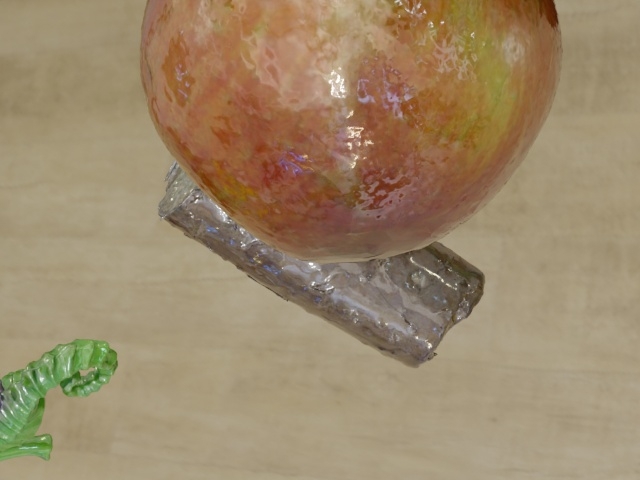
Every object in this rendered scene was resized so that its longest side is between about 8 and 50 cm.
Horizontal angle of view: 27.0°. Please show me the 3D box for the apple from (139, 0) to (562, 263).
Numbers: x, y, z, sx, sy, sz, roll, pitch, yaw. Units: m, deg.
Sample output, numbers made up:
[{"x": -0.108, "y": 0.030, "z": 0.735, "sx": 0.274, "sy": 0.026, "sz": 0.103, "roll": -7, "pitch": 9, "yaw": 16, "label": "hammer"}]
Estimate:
[{"x": 0.017, "y": -0.076, "z": 0.592, "sx": 0.173, "sy": 0.195, "sz": 0.160, "roll": -37, "pitch": 61, "yaw": 40, "label": "apple"}]

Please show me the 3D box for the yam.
[{"x": -0.001, "y": 0.001, "z": 1.149, "sx": 0.131, "sy": 0.279, "sz": 0.131, "roll": -54, "pitch": 10, "yaw": 14, "label": "yam"}]

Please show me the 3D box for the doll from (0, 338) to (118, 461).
[{"x": -0.214, "y": 0.122, "z": 0.906, "sx": 0.190, "sy": 0.115, "sz": 0.050, "roll": -39, "pitch": 61, "yaw": 26, "label": "doll"}]
